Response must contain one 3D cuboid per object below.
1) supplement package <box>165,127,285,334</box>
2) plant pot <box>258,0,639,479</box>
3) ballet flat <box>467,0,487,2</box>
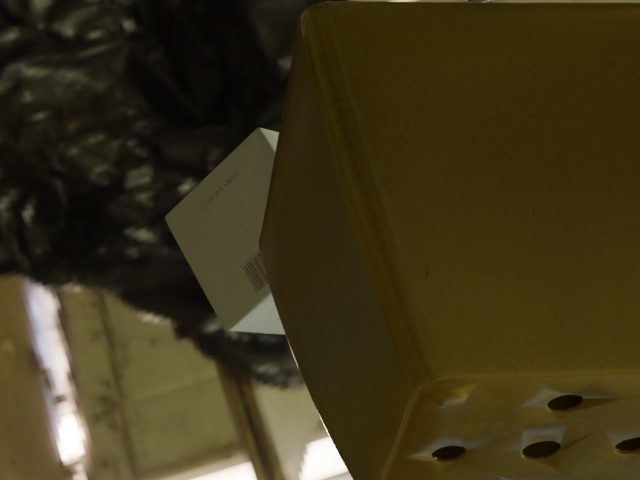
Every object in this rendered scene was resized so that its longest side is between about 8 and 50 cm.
[{"bbox_3d":[0.000,0.000,1.524,0.244,0.139,0.134,8,46,-54],"label":"supplement package"},{"bbox_3d":[0.092,0.023,0.800,0.212,0.212,0.187,103,-17,-55],"label":"plant pot"},{"bbox_3d":[0.190,-0.279,1.249,0.084,0.250,0.058,3,41,-53],"label":"ballet flat"}]
